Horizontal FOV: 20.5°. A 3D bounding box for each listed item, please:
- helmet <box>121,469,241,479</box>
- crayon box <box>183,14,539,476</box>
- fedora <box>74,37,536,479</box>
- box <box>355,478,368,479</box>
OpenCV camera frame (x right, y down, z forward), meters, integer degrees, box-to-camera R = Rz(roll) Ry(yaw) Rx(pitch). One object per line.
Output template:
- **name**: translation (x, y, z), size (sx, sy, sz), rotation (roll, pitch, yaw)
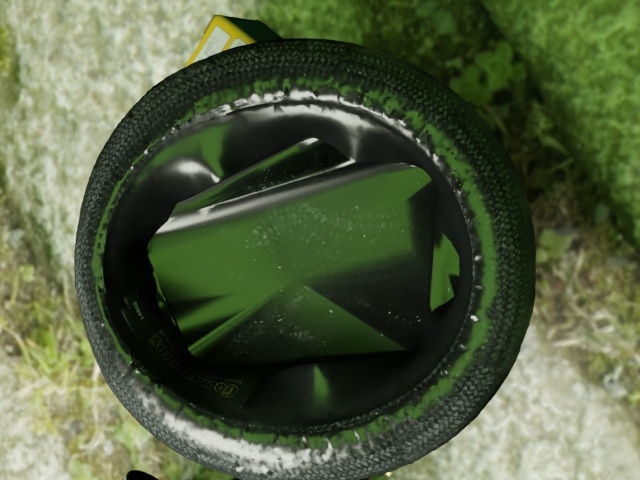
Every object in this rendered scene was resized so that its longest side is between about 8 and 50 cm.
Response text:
- **helmet**: translation (-0.098, 0.256, 1.381), size (0.161, 0.169, 0.169), rotation (-13, 87, 7)
- **crayon box**: translation (0.000, 0.000, 1.368), size (0.323, 0.083, 0.203), rotation (40, 107, 18)
- **fedora**: translation (0.000, 0.013, 1.239), size (0.334, 0.152, 0.334), rotation (1, 92, 20)
- **box**: translation (0.016, 0.195, 1.379), size (0.018, 0.067, 0.083), rotation (13, 97, 22)
